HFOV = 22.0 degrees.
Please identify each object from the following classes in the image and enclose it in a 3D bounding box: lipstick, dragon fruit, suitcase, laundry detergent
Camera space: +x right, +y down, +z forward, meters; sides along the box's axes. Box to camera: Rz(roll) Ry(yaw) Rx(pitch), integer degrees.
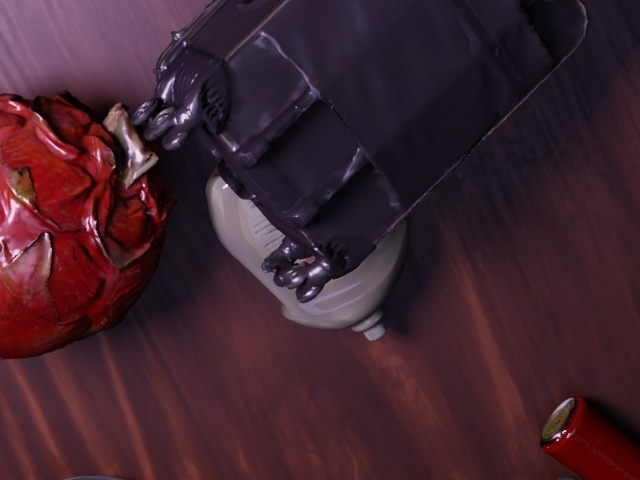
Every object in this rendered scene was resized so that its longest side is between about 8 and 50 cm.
[{"bbox_3d":[0.362,0.273,1.885,0.241,0.080,0.080,37,104,-10],"label":"lipstick"},{"bbox_3d":[-0.314,-0.012,1.704,0.342,0.277,0.277,-30,105,8],"label":"dragon fruit"},{"bbox_3d":[0.047,-0.178,1.633,0.434,0.194,0.283,-44,115,-7],"label":"suitcase"},{"bbox_3d":[0.000,0.000,1.794,0.181,0.091,0.253,-34,104,0],"label":"laundry detergent"}]

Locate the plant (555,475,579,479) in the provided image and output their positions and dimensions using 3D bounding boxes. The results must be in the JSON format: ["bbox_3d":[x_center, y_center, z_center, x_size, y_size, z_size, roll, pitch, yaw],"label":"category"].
[{"bbox_3d":[0.212,0.383,1.887,0.274,0.149,0.146,-32,105,7],"label":"plant"}]

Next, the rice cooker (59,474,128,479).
[{"bbox_3d":[-0.266,0.427,1.838,0.288,0.277,0.288,1,108,2],"label":"rice cooker"}]
